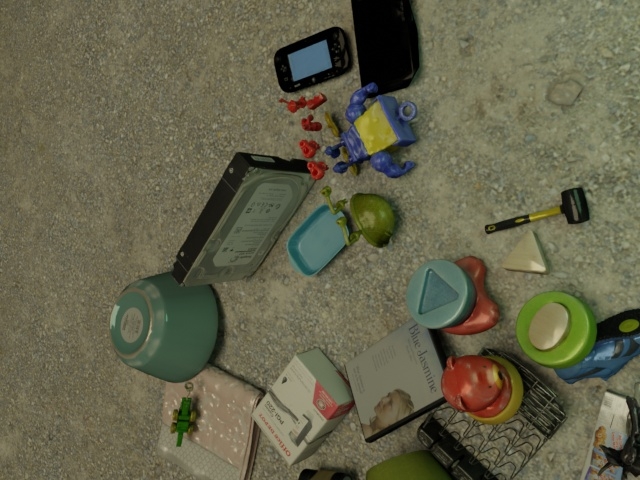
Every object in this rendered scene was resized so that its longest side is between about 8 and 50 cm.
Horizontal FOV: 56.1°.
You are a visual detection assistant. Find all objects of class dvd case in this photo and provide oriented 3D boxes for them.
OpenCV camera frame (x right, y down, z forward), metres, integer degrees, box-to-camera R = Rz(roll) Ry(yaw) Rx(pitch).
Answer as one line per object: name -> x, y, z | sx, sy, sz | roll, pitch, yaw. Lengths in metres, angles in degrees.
dvd case -> 0.156, 0.281, 1.226 | 0.253, 0.022, 0.180 | -42, 49, 34

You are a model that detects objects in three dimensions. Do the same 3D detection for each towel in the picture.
towel -> -0.303, 0.486, 1.595 | 0.332, 0.053, 0.316 | 17, 102, 33

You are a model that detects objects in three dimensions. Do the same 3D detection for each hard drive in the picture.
hard drive -> -0.172, -0.041, 1.363 | 0.064, 0.237, 0.338 | 48, 117, 25

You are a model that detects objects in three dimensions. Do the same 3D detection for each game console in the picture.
game console -> 0.046, -0.401, 1.309 | 0.362, 0.044, 0.213 | -9, 86, 36

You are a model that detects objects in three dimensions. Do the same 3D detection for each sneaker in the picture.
sneaker -> 0.493, 0.181, 1.006 | 0.209, 0.069, 0.082 | -30, 106, 25

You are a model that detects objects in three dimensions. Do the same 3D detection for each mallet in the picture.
mallet -> 0.389, -0.034, 1.084 | 0.190, 0.039, 0.062 | -27, 73, 38

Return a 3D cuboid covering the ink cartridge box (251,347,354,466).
ink cartridge box -> -0.039, 0.380, 1.375 | 0.158, 0.092, 0.217 | 46, 118, 25

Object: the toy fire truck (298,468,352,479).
toy fire truck -> -0.017, 0.655, 1.308 | 0.159, 0.217, 0.246 | -10, 101, 35

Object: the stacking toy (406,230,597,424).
stacking toy -> 0.292, 0.131, 1.044 | 0.280, 0.130, 0.308 | -39, 51, 26

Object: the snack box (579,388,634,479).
snack box -> 0.498, 0.350, 1.026 | 0.064, 0.022, 0.178 | 17, 102, 33

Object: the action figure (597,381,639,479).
action figure -> 0.548, 0.302, 0.909 | 0.164, 0.140, 0.275 | 33, 145, -6

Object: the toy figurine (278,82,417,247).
toy figurine -> 0.104, -0.188, 1.196 | 0.217, 0.191, 0.362 | -31, 75, 28

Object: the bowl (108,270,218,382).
bowl -> -0.434, 0.218, 1.577 | 0.312, 0.163, 0.311 | -8, 76, 35

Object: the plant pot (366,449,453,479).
plant pot -> 0.195, 0.564, 1.133 | 0.275, 0.275, 0.293 | -40, 53, 30

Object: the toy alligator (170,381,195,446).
toy alligator -> -0.355, 0.445, 1.568 | 0.051, 0.056, 0.189 | -133, 54, -71

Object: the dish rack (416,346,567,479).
dish rack -> 0.320, 0.342, 1.128 | 0.208, 0.074, 0.271 | 41, 112, 26

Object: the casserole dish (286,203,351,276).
casserole dish -> 0.000, 0.000, 1.363 | 0.188, 0.037, 0.114 | -46, 66, 27
